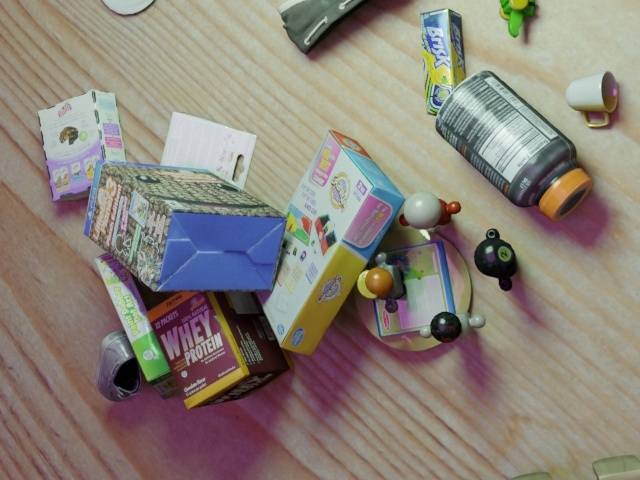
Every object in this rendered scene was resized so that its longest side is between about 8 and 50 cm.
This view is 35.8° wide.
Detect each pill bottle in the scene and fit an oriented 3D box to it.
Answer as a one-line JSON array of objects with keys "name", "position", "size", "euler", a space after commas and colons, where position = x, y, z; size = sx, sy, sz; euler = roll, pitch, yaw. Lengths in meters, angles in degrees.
[{"name": "pill bottle", "position": [0.303, -0.140, 1.530], "size": [0.245, 0.130, 0.130], "euler": [47, 113, 22]}]

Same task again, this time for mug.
[{"name": "mug", "position": [0.409, -0.216, 1.507], "size": [0.064, 0.062, 0.078], "euler": [-1, 83, 39]}]

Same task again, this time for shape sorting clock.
[{"name": "shape sorting clock", "position": [0.154, 0.083, 1.673], "size": [0.206, 0.040, 0.206], "euler": [-1, 87, 19]}]

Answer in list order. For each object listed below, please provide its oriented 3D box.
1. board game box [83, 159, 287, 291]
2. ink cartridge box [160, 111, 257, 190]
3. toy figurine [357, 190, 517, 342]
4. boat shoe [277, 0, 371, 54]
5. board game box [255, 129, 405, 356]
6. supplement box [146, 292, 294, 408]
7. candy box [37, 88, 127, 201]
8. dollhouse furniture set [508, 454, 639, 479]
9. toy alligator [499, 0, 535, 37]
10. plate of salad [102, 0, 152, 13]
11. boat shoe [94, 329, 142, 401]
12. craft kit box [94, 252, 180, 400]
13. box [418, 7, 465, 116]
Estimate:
[{"name": "board game box", "position": [-0.239, -0.027, 1.719], "size": [0.291, 0.232, 0.141], "euler": [30, 111, 48]}, {"name": "ink cartridge box", "position": [-0.215, -0.158, 1.906], "size": [0.179, 0.045, 0.145], "euler": [17, 99, 11]}, {"name": "toy figurine", "position": [0.188, 0.047, 1.562], "size": [0.213, 0.148, 0.209], "euler": [37, 98, 16]}, {"name": "boat shoe", "position": [0.076, -0.423, 1.687], "size": [0.335, 0.112, 0.095], "euler": [-21, 97, 35]}, {"name": "board game box", "position": [0.000, 0.000, 1.681], "size": [0.316, 0.064, 0.242], "euler": [-60, 29, 18]}, {"name": "supplement box", "position": [-0.177, 0.181, 1.777], "size": [0.129, 0.194, 0.191], "euler": [-32, 74, 20]}, {"name": "candy box", "position": [-0.488, -0.193, 2.042], "size": [0.165, 0.070, 0.196], "euler": [-14, 84, 31]}, {"name": "dollhouse furniture set", "position": [0.333, 0.539, 1.510], "size": [0.394, 0.256, 0.362], "euler": [-12, 84, 9]}, {"name": "toy alligator", "position": [0.307, -0.415, 1.574], "size": [0.051, 0.056, 0.189], "euler": [-9, 82, -11]}, {"name": "plate of salad", "position": [-0.388, -0.557, 1.991], "size": [0.200, 0.048, 0.200], "euler": [0, 90, 31]}, {"name": "boat shoe", "position": [-0.388, 0.266, 1.929], "size": [0.081, 0.079, 0.227], "euler": [55, 151, 28]}, {"name": "craft kit box", "position": [-0.334, 0.163, 1.863], "size": [0.061, 0.246, 0.250], "euler": [-25, 76, -6]}, {"name": "box", "position": [0.203, -0.291, 1.629], "size": [0.054, 0.059, 0.169], "euler": [-6, 88, 30]}]
